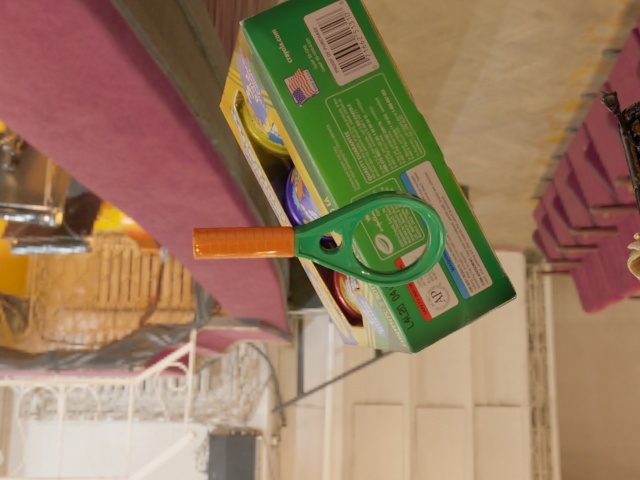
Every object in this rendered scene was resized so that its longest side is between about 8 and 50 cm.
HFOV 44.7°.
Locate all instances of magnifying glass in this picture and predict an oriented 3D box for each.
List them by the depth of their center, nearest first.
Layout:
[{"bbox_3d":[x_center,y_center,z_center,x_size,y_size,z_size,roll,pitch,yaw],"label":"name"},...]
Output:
[{"bbox_3d":[0.000,0.000,0.715,0.231,0.092,0.026,-2,-154,-6],"label":"magnifying glass"}]

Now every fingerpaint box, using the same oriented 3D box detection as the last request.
[{"bbox_3d":[0.033,-0.075,1.091,0.163,0.444,0.371,-28,-179,-12],"label":"fingerpaint box"}]

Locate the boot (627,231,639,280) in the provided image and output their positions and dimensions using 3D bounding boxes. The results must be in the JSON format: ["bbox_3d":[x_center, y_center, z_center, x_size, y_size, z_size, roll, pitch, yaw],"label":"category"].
[{"bbox_3d":[0.409,-0.033,0.824,0.203,0.262,0.095,-33,118,8],"label":"boot"}]

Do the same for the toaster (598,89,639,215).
[{"bbox_3d":[0.349,-0.064,0.643,0.110,0.185,0.168,11,155,-44],"label":"toaster"}]
